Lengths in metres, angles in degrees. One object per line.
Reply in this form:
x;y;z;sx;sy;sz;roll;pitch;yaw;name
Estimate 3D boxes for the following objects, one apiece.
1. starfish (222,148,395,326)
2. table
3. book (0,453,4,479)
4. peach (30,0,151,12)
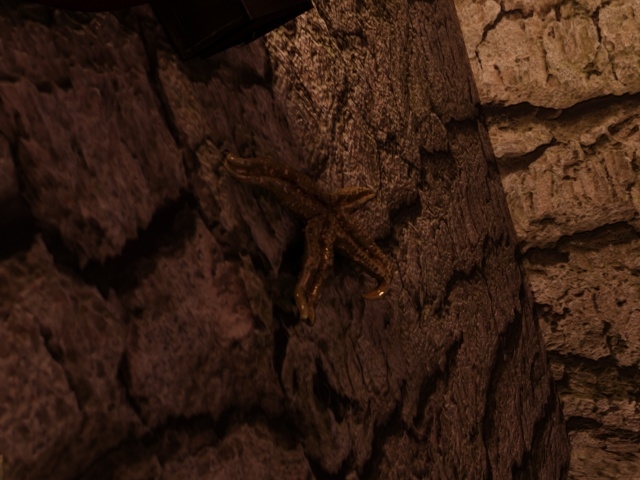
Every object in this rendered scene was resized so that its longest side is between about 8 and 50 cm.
0.000;0.000;0.949;0.432;0.083;0.323;2;77;-53;starfish
-0.151;-0.412;0.789;0.193;0.169;0.172;-50;120;-48;table
-0.402;0.312;0.368;0.289;0.026;0.201;-1;80;-53;book
-0.261;-0.421;0.533;0.308;0.332;0.308;37;18;-14;peach
